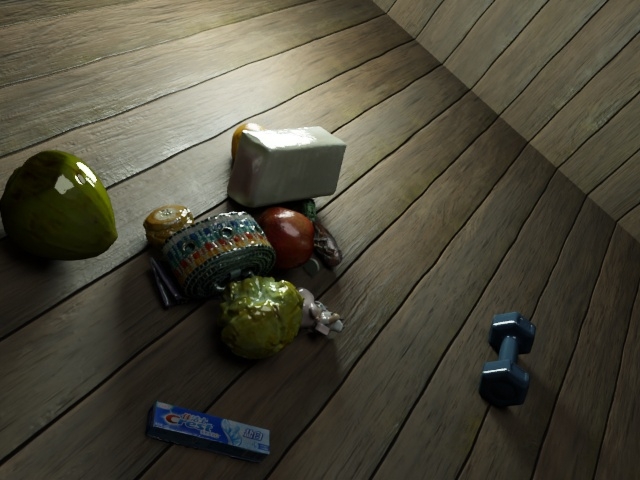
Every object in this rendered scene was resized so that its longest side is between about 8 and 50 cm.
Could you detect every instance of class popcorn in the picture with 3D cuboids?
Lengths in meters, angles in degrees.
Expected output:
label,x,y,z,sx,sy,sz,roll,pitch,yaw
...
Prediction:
label,x,y,z,sx,sy,sz,roll,pitch,yaw
popcorn,-0.144,0.191,1.677,0.183,0.204,0.221,37,33,29

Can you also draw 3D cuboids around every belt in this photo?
label,x,y,z,sx,sy,sz,roll,pitch,yaw
belt,-0.252,0.052,1.717,0.295,0.207,0.160,-11,58,-43

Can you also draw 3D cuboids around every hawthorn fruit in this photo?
label,x,y,z,sx,sy,sz,roll,pitch,yaw
hawthorn fruit,-0.088,-0.003,1.926,0.200,0.179,0.179,7,47,-16

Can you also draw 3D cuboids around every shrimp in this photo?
label,x,y,z,sx,sy,sz,roll,pitch,yaw
shrimp,0.001,-0.001,2.096,0.073,0.075,0.190,-29,79,-17

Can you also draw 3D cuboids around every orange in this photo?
label,x,y,z,sx,sy,sz,roll,pitch,yaw
orange,-0.213,-0.292,2.162,0.155,0.134,0.155,46,18,-20

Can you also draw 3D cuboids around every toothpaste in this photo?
label,x,y,z,sx,sy,sz,roll,pitch,yaw
toothpaste,-0.240,0.418,1.492,0.272,0.053,0.066,21,42,-22

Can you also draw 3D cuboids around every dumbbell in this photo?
label,x,y,z,sx,sy,sz,roll,pitch,yaw
dumbbell,0.590,0.368,2.161,0.143,0.156,0.316,13,36,14

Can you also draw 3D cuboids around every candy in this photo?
label,x,y,z,sx,sy,sz,roll,pitch,yaw
candy,-0.099,-0.223,2.086,0.358,0.208,0.145,-11,37,-44

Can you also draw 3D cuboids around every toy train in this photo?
label,x,y,z,sx,sy,sz,roll,pitch,yaw
toy train,-0.036,-0.089,2.159,0.033,0.053,0.083,13,44,-31

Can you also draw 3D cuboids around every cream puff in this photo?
label,x,y,z,sx,sy,sz,roll,pitch,yaw
cream puff,-0.385,-0.026,1.759,0.126,0.103,0.144,-11,26,-4

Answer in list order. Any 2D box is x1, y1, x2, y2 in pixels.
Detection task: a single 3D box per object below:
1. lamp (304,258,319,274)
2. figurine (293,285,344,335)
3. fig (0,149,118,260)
label,x,y,z,sx,sy,sz,roll,pitch,yaw
lamp,-0.068,0.018,2.030,0.198,0.050,0.056,48,37,10
figurine,-0.036,0.194,1.837,0.229,0.112,0.137,30,-5,-30
fig,-0.578,-0.068,1.554,0.271,0.239,0.239,36,36,-28
